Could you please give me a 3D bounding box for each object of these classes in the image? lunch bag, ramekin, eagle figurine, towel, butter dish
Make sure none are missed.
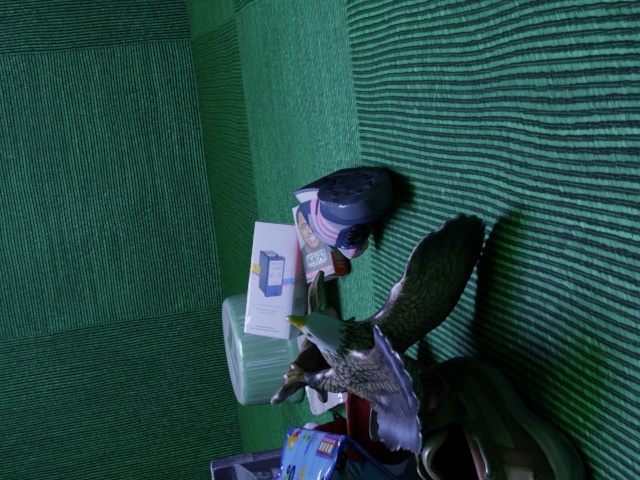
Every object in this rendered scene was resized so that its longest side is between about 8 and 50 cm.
[{"bbox_3d":[0.088,0.355,1.089,0.138,0.293,0.221,-62,11,-16],"label":"lunch bag"},{"bbox_3d":[-0.148,0.262,2.199,0.303,0.148,0.303,172,90,-77],"label":"ramekin"},{"bbox_3d":[0.066,0.118,0.989,0.298,0.225,0.226,-20,82,47],"label":"eagle figurine"},{"bbox_3d":[0.004,0.247,1.775,0.282,0.049,0.187,123,136,-70],"label":"towel"},{"bbox_3d":[0.110,0.232,1.209,0.160,0.118,0.160,-46,-39,-48],"label":"butter dish"}]

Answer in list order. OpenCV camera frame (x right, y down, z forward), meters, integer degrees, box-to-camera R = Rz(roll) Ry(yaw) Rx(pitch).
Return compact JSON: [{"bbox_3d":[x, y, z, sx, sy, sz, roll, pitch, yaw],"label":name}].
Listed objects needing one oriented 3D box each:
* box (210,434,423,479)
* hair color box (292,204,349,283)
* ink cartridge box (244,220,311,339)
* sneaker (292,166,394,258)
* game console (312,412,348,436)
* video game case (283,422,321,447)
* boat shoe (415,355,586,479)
[{"bbox_3d":[0.007,0.422,1.318,0.076,0.308,0.242,153,109,-82],"label":"box"},{"bbox_3d":[0.000,0.000,1.586,0.072,0.043,0.141,-23,73,38],"label":"hair color box"},{"bbox_3d":[-0.071,0.073,1.692,0.154,0.093,0.212,6,-89,-77],"label":"ink cartridge box"},{"bbox_3d":[0.052,-0.034,1.338,0.131,0.112,0.319,66,172,-10],"label":"sneaker"},{"bbox_3d":[0.018,0.425,1.765,0.085,0.124,0.143,-10,89,50],"label":"game console"},{"bbox_3d":[-0.052,0.568,1.830,0.300,0.036,0.328,119,157,-63],"label":"video game case"},{"bbox_3d":[0.159,0.211,0.963,0.324,0.117,0.123,-149,52,-73],"label":"boat shoe"}]
